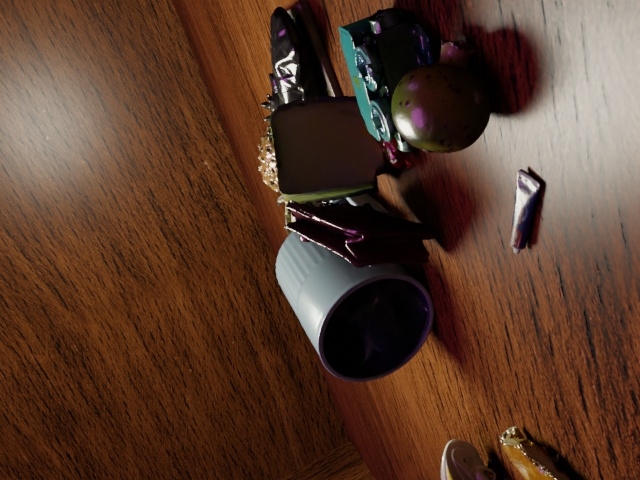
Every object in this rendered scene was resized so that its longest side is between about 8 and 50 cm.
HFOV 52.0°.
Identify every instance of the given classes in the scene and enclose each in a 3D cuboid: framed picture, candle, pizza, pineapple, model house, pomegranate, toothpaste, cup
[{"bbox_3d":[-0.009,-0.327,1.385,0.324,0.020,0.240,68,167,-18],"label":"framed picture"},{"bbox_3d":[0.115,-0.173,1.081,0.131,0.052,0.052,61,168,15],"label":"candle"},{"bbox_3d":[0.391,0.411,1.095,0.271,0.056,0.134,48,163,58],"label":"pizza"},{"bbox_3d":[-0.078,-0.257,1.599,0.158,0.158,0.279,55,153,39],"label":"pineapple"},{"bbox_3d":[0.019,-0.159,1.223,0.211,0.194,0.170,54,-155,-83],"label":"model house"},{"bbox_3d":[0.151,-0.167,0.800,0.130,0.130,0.130,60,168,22],"label":"pomegranate"},{"bbox_3d":[0.256,-0.030,0.833,0.037,0.021,0.140,49,159,38],"label":"toothpaste"},{"bbox_3d":[0.049,0.085,1.424,0.311,0.257,0.331,50,164,55],"label":"cup"}]

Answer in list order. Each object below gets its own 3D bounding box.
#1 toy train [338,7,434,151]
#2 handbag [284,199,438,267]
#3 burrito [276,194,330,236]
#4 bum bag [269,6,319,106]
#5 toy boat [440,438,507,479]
[{"bbox_3d":[0.097,-0.228,0.917,0.154,0.107,0.198,-121,10,-61],"label":"toy train"},{"bbox_3d":[0.068,-0.015,1.154,0.216,0.203,0.074,23,107,43],"label":"handbag"},{"bbox_3d":[0.003,0.000,1.751,0.190,0.135,0.332,36,148,49],"label":"burrito"},{"bbox_3d":[-0.048,-0.301,1.337,0.340,0.095,0.144,79,176,-47],"label":"bum bag"},{"bbox_3d":[0.344,0.552,1.437,0.141,0.141,0.269,48,160,55],"label":"toy boat"}]
